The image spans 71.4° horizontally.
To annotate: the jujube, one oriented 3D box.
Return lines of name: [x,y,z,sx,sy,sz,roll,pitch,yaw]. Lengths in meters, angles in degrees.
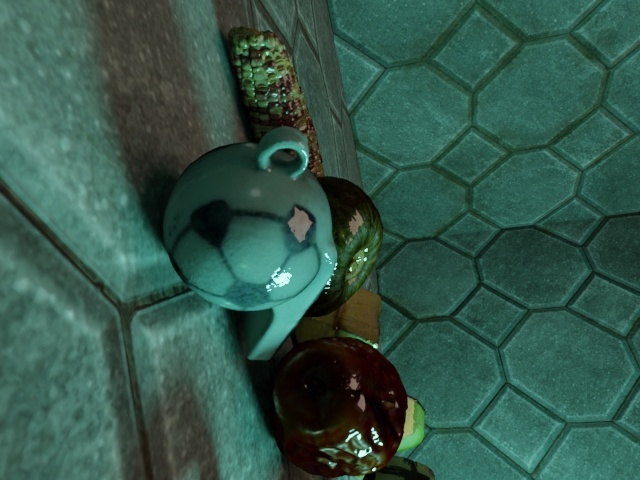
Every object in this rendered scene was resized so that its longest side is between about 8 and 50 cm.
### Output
jujube: [0.025,0.225,0.625,0.290,0.197,0.197,62,23,-61]

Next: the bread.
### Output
bread: [-0.008,0.213,0.862,0.168,0.163,0.264,-76,-169,-67]

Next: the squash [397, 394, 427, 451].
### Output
squash: [0.119,0.401,0.919,0.220,0.220,0.133,72,12,-46]

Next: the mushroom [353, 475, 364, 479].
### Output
mushroom: [0.114,0.498,1.089,0.166,0.127,0.167,-8,90,-73]

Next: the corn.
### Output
corn: [-0.063,-0.183,0.686,0.098,0.098,0.290,-84,161,-51]

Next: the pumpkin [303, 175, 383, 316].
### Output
pumpkin: [0.000,0.000,0.693,0.219,0.162,0.219,-40,143,-38]

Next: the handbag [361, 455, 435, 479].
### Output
handbag: [0.108,0.609,0.756,0.325,0.162,0.327,-51,149,-73]

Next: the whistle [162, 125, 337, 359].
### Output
whistle: [-0.076,0.011,0.428,0.164,0.163,0.290,-87,-160,-45]
